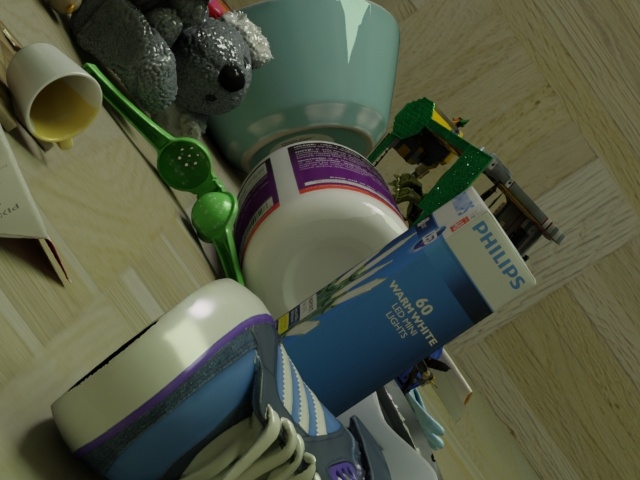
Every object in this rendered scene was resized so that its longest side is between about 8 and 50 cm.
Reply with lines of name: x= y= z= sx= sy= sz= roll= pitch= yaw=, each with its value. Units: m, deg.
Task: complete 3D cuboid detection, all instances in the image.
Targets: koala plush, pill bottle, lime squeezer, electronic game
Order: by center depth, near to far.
electronic game: x=0.068 y=0.209 z=1.648 sx=0.229 sy=0.048 sz=0.229 roll=157 pitch=-90 yaw=-80
lime squeezer: x=-0.126 y=-0.051 z=1.718 sx=0.310 sy=0.059 sz=0.110 roll=58 pitch=6 yaw=15
pill bottle: x=0.000 y=0.000 z=1.832 sx=0.181 sy=0.181 sz=0.323 roll=54 pitch=6 yaw=-16
koala plush: x=-0.147 y=-0.215 z=1.865 sx=0.203 sy=0.196 sz=0.221 roll=29 pitch=-10 yaw=40

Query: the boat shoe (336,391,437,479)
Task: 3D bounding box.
boat shoe: x=0.026 y=0.194 z=1.503 sx=0.258 sy=0.095 sz=0.084 roll=-125 pitch=-153 yaw=-59

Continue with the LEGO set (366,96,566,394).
LEGO set: x=0.127 y=0.013 z=2.051 sx=0.192 sy=0.331 sz=0.255 roll=43 pitch=-11 yaw=-35

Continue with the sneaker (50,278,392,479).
sneaker: x=-0.021 y=0.157 z=0.997 sx=0.236 sy=0.130 sz=0.323 roll=52 pitch=-1 yaw=9

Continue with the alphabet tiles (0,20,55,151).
alphabet tiles: x=-0.320 y=-0.225 z=1.332 sx=0.342 sy=0.011 sz=0.285 roll=52 pitch=6 yaw=-32

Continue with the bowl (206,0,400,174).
bowl: x=-0.028 y=-0.184 z=2.324 sx=0.311 sy=0.311 sz=0.163 roll=44 pitch=32 yaw=-64

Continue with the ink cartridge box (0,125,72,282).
ink cartridge box: x=-0.235 y=-0.075 z=1.079 sx=0.181 sy=0.056 sz=0.225 roll=58 pitch=-13 yaw=23

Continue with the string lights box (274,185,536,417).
string lights box: x=0.046 y=0.066 z=1.429 sx=0.077 sy=0.259 sz=0.133 roll=54 pitch=5 yaw=-9

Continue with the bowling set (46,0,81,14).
bowling set: x=-0.317 y=-0.387 z=1.812 sx=0.200 sy=0.154 sz=0.287 roll=28 pitch=21 yaw=-31

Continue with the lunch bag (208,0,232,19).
lunch bag: x=-0.213 y=-0.342 z=2.426 sx=0.258 sy=0.120 sz=0.293 roll=54 pitch=3 yaw=23

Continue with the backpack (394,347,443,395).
backpack: x=0.091 y=0.138 z=2.119 sx=0.101 sy=0.120 sz=0.098 roll=59 pitch=6 yaw=35

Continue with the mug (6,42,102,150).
mug: x=-0.211 y=-0.112 z=1.310 sx=0.062 sy=0.078 sz=0.064 roll=2 pitch=36 yaw=-42

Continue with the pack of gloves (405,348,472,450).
pack of gloves: x=0.098 y=0.160 z=2.239 sx=0.232 sy=0.046 sz=0.195 roll=57 pitch=-27 yaw=25
